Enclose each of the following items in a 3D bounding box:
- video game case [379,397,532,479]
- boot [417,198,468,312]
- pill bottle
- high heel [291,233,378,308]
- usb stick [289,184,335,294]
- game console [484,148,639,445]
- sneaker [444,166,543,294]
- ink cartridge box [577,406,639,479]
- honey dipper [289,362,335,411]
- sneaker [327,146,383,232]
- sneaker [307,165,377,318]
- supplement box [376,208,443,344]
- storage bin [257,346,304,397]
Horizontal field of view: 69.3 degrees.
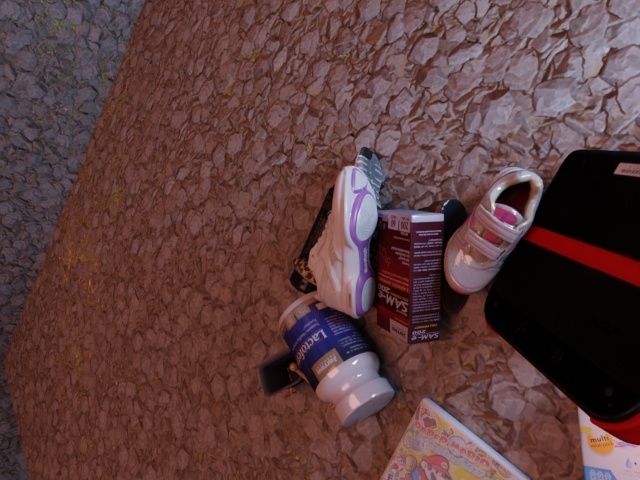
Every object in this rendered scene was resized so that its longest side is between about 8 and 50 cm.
[{"bbox_3d":[0.238,0.447,0.858,0.227,0.026,0.206,33,104,40],"label":"video game case"},{"bbox_3d":[0.239,0.029,0.919,0.106,0.082,0.218,-172,80,-69],"label":"boot"},{"bbox_3d":[0.032,0.247,0.991,0.153,0.153,0.264,-53,53,22],"label":"pill bottle"},{"bbox_3d":[0.059,0.024,1.039,0.262,0.093,0.186,19,100,27],"label":"high heel"},{"bbox_3d":[0.000,0.000,1.135,0.077,0.045,0.277,35,105,44],"label":"usb stick"},{"bbox_3d":[0.388,0.041,0.637,0.341,0.060,0.386,-63,11,9],"label":"game console"},{"bbox_3d":[0.293,-0.022,0.795,0.103,0.111,0.252,27,92,11],"label":"sneaker"},{"bbox_3d":[0.444,0.275,0.682,0.105,0.062,0.181,-10,76,40],"label":"ink cartridge box"},{"bbox_3d":[-0.008,0.327,1.025,0.161,0.030,0.030,43,119,-11],"label":"honey dipper"},{"bbox_3d":[0.067,-0.101,1.040,0.132,0.086,0.228,-25,46,36],"label":"sneaker"},{"bbox_3d":[0.031,0.004,0.922,0.152,0.114,0.304,11,108,35],"label":"sneaker"},{"bbox_3d":[0.168,0.063,0.892,0.130,0.073,0.239,-161,69,-68],"label":"supplement box"},{"bbox_3d":[-0.067,0.318,1.106,0.135,0.091,0.098,-37,60,32],"label":"storage bin"}]
